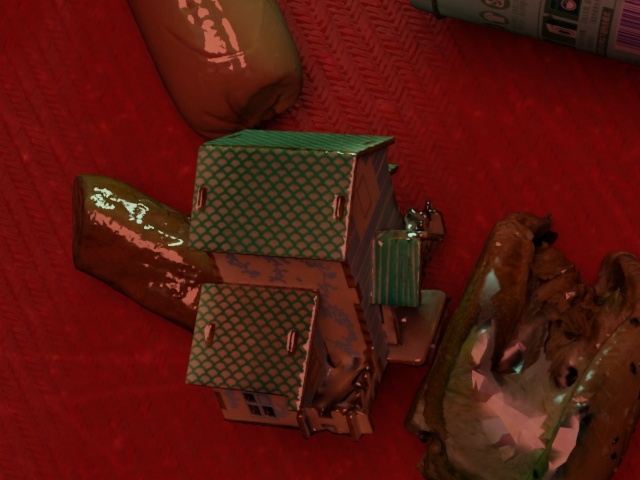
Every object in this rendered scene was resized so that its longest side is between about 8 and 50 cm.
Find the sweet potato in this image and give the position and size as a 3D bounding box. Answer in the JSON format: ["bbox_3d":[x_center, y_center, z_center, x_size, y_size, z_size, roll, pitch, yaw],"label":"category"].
[{"bbox_3d":[-0.120,0.032,1.549,0.252,0.097,0.097,34,87,3],"label":"sweet potato"}]

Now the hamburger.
[{"bbox_3d":[0.173,0.116,1.453,0.168,0.192,0.288,24,85,1],"label":"hamburger"}]

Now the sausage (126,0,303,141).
[{"bbox_3d":[-0.115,-0.235,1.576,0.121,0.121,0.304,-25,80,4],"label":"sausage"}]

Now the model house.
[{"bbox_3d":[0.000,0.000,1.417,0.178,0.206,0.271,5,47,25],"label":"model house"}]

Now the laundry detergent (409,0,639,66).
[{"bbox_3d":[0.208,-0.296,1.454,0.305,0.287,0.287,16,84,10],"label":"laundry detergent"}]
